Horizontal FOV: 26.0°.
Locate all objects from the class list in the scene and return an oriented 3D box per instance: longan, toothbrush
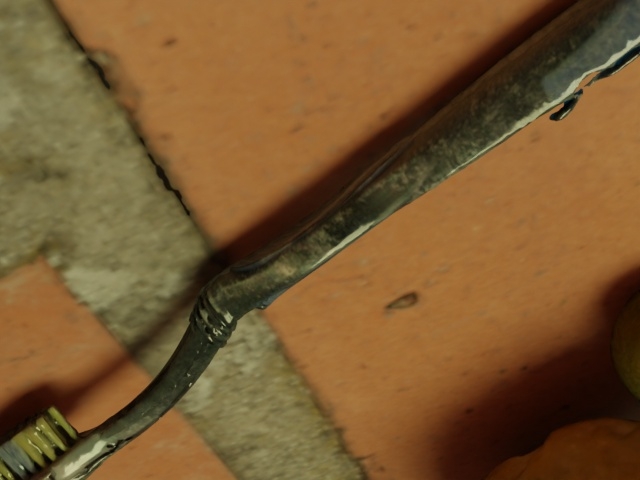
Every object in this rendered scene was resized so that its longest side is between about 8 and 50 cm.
[{"bbox_3d":[0.174,0.052,0.650,0.075,0.075,0.083,-30,-172,14],"label":"longan"},{"bbox_3d":[0.000,0.000,0.532,0.413,0.035,0.042,-37,108,20],"label":"toothbrush"}]

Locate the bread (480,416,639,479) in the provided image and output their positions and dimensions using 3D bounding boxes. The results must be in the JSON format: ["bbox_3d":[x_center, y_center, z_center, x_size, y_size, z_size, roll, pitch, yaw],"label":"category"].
[{"bbox_3d":[0.177,0.157,0.714,0.244,0.134,0.244,-12,166,-3],"label":"bread"}]
